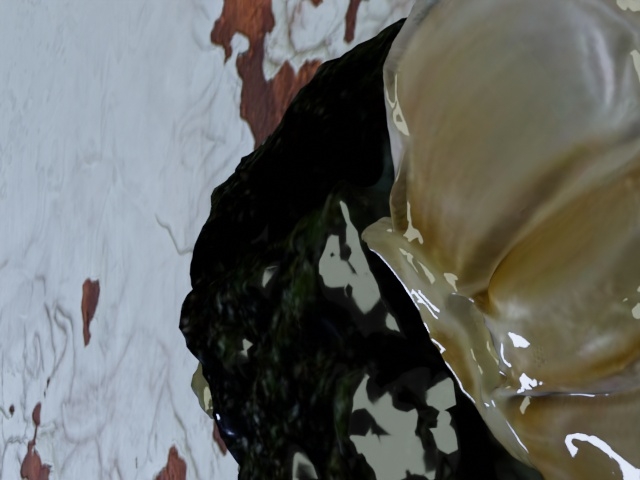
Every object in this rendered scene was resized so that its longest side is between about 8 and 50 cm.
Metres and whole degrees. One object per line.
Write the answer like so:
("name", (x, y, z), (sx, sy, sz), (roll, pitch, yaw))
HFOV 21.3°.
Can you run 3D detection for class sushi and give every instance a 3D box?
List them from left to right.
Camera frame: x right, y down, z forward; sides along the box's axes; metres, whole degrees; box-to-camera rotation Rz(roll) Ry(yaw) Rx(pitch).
("sushi", (0.063, 0.075, 0.728), (0.171, 0.211, 0.350), (-29, 66, 45))

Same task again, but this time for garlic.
("garlic", (0.129, 0.000, 0.573), (0.178, 0.143, 0.229), (-30, 77, 53))
